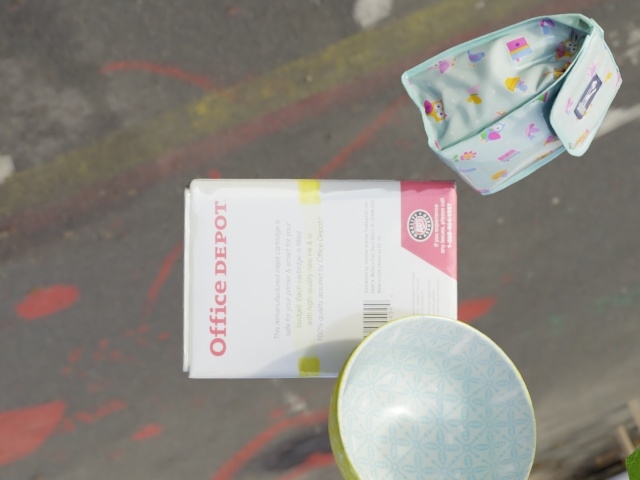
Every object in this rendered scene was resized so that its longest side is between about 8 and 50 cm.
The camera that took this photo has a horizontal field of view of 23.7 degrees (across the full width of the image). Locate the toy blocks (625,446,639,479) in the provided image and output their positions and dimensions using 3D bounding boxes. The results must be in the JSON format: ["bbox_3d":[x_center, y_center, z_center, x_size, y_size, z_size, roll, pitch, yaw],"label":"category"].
[{"bbox_3d":[0.589,0.233,1.804,0.261,0.190,0.381,24,129,-22],"label":"toy blocks"}]

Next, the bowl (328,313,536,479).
[{"bbox_3d":[0.126,0.258,2.036,0.289,0.289,0.156,-11,164,-27],"label":"bowl"}]

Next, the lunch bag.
[{"bbox_3d":[0.276,-0.194,2.058,0.262,0.160,0.223,-27,158,13],"label":"lunch bag"}]

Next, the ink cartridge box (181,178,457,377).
[{"bbox_3d":[-0.008,0.052,2.187,0.385,0.279,0.160,1,180,-8],"label":"ink cartridge box"}]
